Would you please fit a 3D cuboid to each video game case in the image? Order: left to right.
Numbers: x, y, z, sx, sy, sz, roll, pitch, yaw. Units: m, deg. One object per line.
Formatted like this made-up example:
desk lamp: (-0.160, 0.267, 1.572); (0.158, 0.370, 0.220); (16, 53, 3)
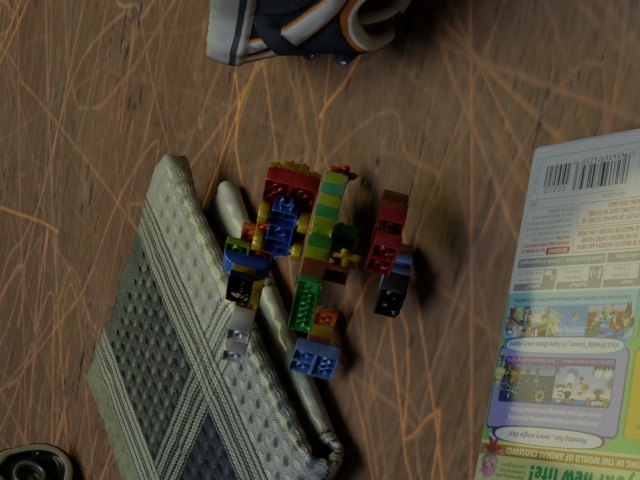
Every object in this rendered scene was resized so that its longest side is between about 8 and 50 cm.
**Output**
video game case: (0.158, 0.038, 0.639); (0.212, 0.023, 0.193); (-7, 69, 58)

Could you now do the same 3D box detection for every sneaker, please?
sneaker: (-0.008, -0.172, 0.888); (0.321, 0.127, 0.126); (-143, 60, -83)

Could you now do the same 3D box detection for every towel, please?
towel: (-0.094, 0.136, 1.116); (0.324, 0.056, 0.312); (62, 143, 34)

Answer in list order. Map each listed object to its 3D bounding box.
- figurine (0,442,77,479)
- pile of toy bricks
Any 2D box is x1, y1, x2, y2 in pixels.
figurine: (-0.285, 0.354, 1.416); (0.215, 0.092, 0.209); (61, 148, 37)
pile of toy bricks: (0.000, 0.000, 0.907); (0.212, 0.118, 0.105); (107, 177, -57)
